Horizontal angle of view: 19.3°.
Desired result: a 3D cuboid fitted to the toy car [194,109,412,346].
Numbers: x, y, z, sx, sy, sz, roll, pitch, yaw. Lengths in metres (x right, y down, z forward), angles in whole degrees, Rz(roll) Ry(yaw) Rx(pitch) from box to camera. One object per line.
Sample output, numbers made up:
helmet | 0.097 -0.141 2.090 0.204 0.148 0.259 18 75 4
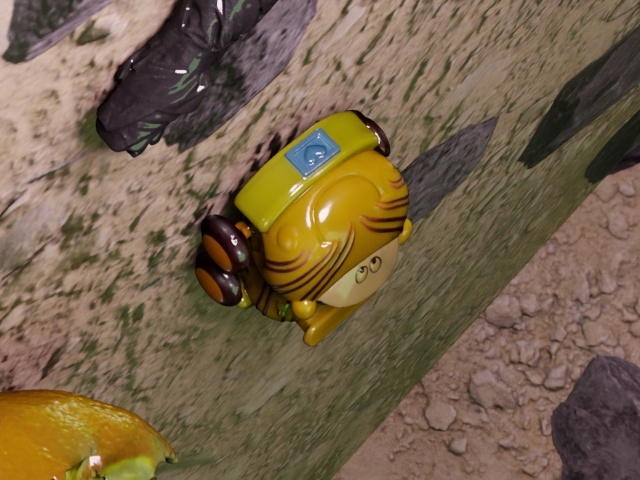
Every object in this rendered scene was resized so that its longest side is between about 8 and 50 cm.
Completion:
toy car | 0.000 0.000 1.733 0.200 0.142 0.248 -40 167 -19

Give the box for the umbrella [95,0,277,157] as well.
umbrella | -0.072 -0.153 1.281 0.235 0.059 0.066 -49 -178 26

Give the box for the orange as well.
orange | -0.272 0.233 1.561 0.262 0.196 0.335 -36 169 37
